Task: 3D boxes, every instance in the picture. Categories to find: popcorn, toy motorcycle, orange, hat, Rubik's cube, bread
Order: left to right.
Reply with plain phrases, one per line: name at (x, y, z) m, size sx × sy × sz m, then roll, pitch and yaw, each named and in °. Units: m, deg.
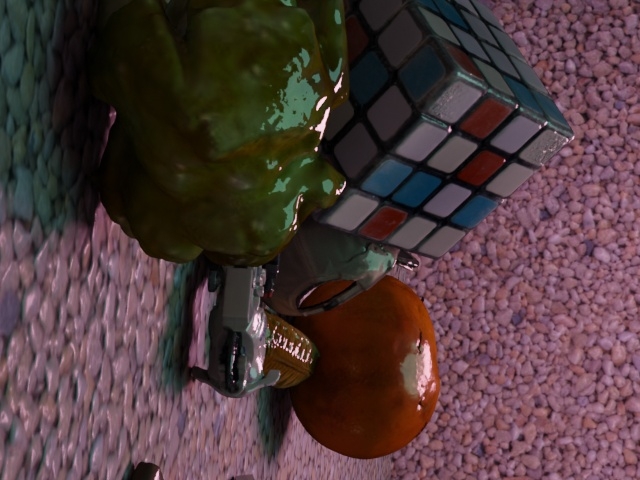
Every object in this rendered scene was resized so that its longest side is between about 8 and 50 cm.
popcorn at (-0.086, -0.108, 1.247) m, size 0.276 × 0.225 × 0.276 m, roll 2°, pitch 90°, yaw -76°
toy motorcycle at (-0.093, 0.086, 1.654) m, size 0.150 × 0.102 × 0.221 m, roll 91°, pitch 3°, yaw -60°
bread at (-0.065, 0.145, 1.908) m, size 0.077 × 0.084 × 0.367 m, roll 55°, pitch 1°, yaw 13°
hat at (0.002, 0.002, 1.896) m, size 0.275 × 0.232 × 0.161 m, roll -30°, pitch 109°, yaw -77°
orange at (0.061, 0.188, 2.186) m, size 0.284 × 0.226 × 0.284 m, roll 179°, pitch -90°, yaw -86°
Rubik's cube at (0.103, -0.164, 1.767) m, size 0.256 × 0.253 × 0.259 m, roll 18°, pitch 37°, yaw -47°

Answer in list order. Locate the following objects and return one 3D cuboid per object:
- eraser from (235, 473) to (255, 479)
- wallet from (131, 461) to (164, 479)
eraser at (-0.094, 0.360, 1.884) m, size 0.065 × 0.026 × 0.105 m, roll -135°, pitch -140°, yaw -82°
wallet at (-0.177, 0.308, 1.425) m, size 0.152 × 0.039 × 0.118 m, roll -77°, pitch 165°, yaw -48°
